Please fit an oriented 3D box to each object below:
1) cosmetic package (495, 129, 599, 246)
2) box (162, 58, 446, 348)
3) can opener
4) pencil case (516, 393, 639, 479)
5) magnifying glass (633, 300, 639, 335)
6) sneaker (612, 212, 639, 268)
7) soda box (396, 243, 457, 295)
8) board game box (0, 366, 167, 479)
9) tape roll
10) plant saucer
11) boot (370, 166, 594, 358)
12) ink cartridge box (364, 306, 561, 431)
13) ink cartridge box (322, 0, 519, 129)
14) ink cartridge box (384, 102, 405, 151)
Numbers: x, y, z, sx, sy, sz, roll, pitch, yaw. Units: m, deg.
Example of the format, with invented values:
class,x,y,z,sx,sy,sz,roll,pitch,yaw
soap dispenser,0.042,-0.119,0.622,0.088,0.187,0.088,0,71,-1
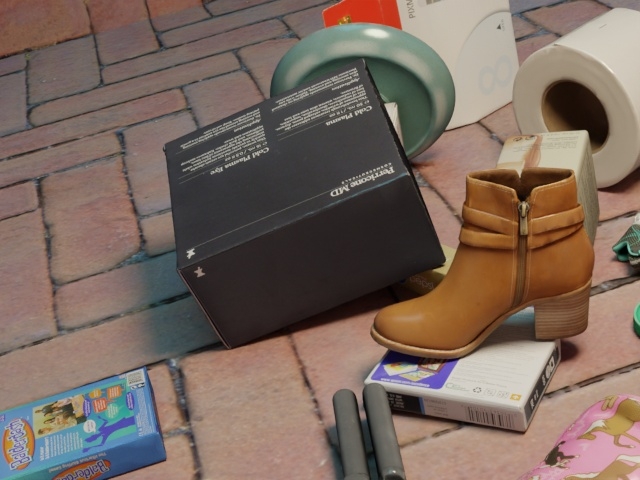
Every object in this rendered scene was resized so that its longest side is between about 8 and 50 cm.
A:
class,x,y,z,sx,sy,sz,roll,pitch,yaw
cosmetic package,0.309,-0.024,1.571,0.129,0.153,0.296,-3,28,21
box,-0.034,-0.058,1.630,0.343,0.179,0.312,-22,39,7
can opener,0.057,0.246,1.234,0.076,0.095,0.283,-12,34,1
pencil case,0.200,0.298,1.022,0.386,0.167,0.160,-30,0,-29
magnifying glass,0.486,0.065,1.461,0.092,0.026,0.231,11,34,38
sneaker,0.459,0.015,1.520,0.076,0.065,0.166,-40,14,-6
soda box,0.152,0.039,1.617,0.061,0.058,0.181,-30,32,-29
board game box,-0.313,0.251,1.435,0.210,0.047,0.160,-16,29,-7
tape roll,0.454,-0.227,1.781,0.169,0.246,0.246,-31,33,-32
plant saucer,0.070,-0.228,1.892,0.318,0.317,0.043,-6,46,13
boot,0.189,0.026,1.357,0.283,0.220,0.109,-5,29,12
ink cartridge box,0.191,0.149,1.411,0.206,0.045,0.208,5,33,29
ink cartridge box,0.198,-0.340,2.028,0.385,0.308,0.091,-32,32,-31
ink cartridge box,0.034,-0.134,1.875,0.218,0.158,0.092,-5,31,13
